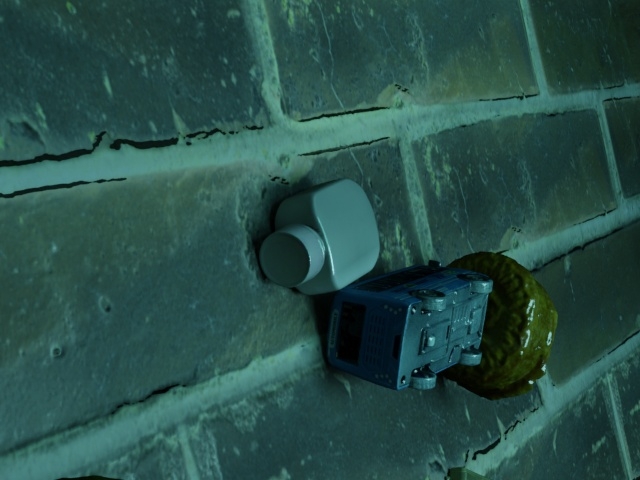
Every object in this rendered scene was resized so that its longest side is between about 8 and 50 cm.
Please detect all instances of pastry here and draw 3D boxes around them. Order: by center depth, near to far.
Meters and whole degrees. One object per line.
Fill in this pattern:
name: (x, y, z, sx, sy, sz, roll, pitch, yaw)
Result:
pastry: (0.223, 0.114, 1.804, 0.103, 0.188, 0.189, 27, 57, -52)

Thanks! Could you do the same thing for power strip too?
power strip: (0.217, 0.360, 1.856, 0.169, 0.028, 0.076, 31, 54, -54)

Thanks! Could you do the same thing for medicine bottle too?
medicine bottle: (0.000, 0.000, 1.557, 0.183, 0.069, 0.119, -30, 107, -62)

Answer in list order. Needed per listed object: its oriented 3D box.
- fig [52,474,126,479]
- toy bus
fig: (-0.169, 0.300, 0.939, 0.316, 0.316, 0.316, 31, 53, -54)
toy bus: (0.114, 0.098, 1.649, 0.246, 0.134, 0.114, -15, 115, -60)
